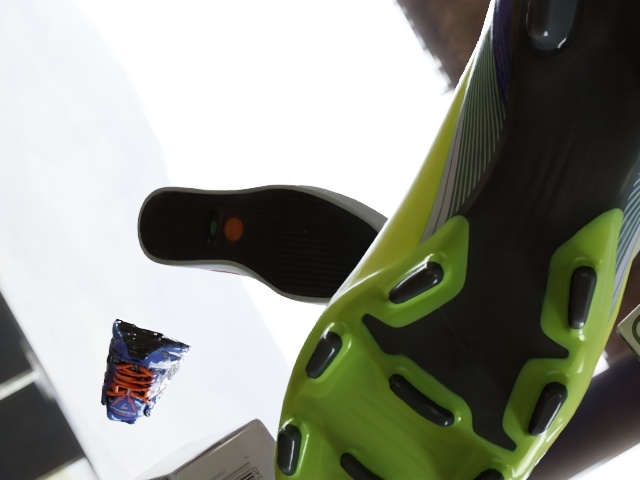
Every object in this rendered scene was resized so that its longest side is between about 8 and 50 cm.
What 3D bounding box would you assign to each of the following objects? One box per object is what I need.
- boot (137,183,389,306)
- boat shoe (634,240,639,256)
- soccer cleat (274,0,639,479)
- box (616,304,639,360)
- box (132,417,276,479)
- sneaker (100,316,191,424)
[{"bbox_3d":[0.000,0.000,1.282,0.244,0.088,0.176,10,4,36],"label":"boot"},{"bbox_3d":[0.173,-0.079,1.083,0.158,0.340,0.127,53,-13,-29],"label":"boat shoe"},{"bbox_3d":[0.073,-0.012,0.566,0.093,0.289,0.121,28,18,8],"label":"soccer cleat"},{"bbox_3d":[0.291,0.023,0.806,0.290,0.169,0.087,3,45,-54],"label":"box"},{"bbox_3d":[-0.095,0.235,1.416,0.113,0.094,0.275,57,-20,2],"label":"box"},{"bbox_3d":[-0.183,0.139,1.621,0.083,0.087,0.221,18,-17,0],"label":"sneaker"}]
